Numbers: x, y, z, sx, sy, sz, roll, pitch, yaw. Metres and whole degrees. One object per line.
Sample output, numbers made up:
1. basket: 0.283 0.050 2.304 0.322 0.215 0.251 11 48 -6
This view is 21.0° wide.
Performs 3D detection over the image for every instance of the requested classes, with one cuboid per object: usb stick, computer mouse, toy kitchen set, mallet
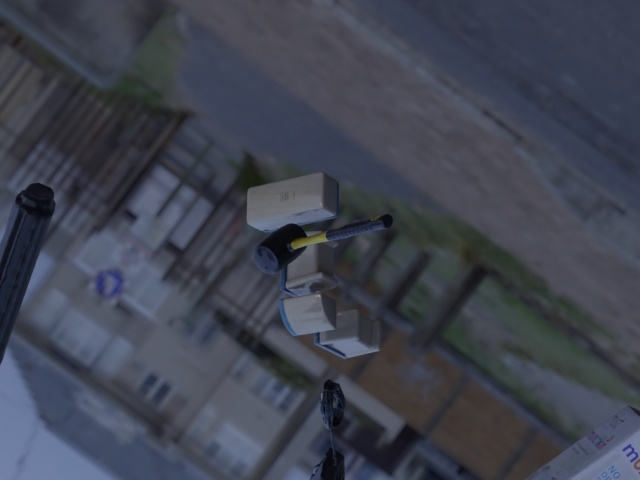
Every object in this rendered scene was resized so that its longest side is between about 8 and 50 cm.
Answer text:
1. usb stick: -0.349 0.070 1.894 0.045 0.278 0.077 21 -162 -3
2. computer mouse: 0.003 0.265 2.163 0.041 0.071 0.242 12 128 16
3. toy kitchen set: -0.006 0.040 2.314 0.122 0.207 0.166 -11 157 30
4. mallet: 0.000 0.000 1.860 0.189 0.062 0.039 -11 110 53

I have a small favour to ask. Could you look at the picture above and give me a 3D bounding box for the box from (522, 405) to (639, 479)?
1. box: 0.308 0.344 1.769 0.262 0.231 0.127 55 -178 -2
